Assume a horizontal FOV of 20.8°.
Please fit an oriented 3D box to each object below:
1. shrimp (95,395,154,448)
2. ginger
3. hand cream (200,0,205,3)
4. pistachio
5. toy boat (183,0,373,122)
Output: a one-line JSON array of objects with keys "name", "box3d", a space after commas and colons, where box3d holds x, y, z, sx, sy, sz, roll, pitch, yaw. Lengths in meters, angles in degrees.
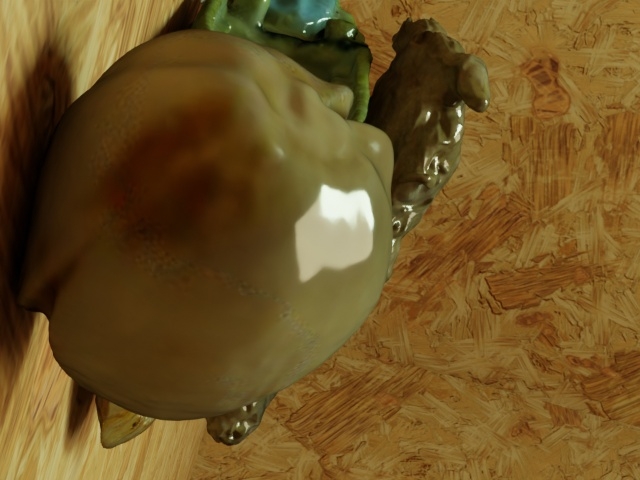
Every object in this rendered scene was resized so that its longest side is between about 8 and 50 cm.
[{"name": "shrimp", "box3d": [-0.098, 0.046, 0.981, 0.267, 0.061, 0.145, 118, -4, -79]}, {"name": "ginger", "box3d": [0.001, -0.002, 1.047, 0.290, 0.084, 0.122, -58, -141, 9]}, {"name": "hand cream", "box3d": [-0.035, -0.206, 0.985, 0.186, 0.054, 0.087, -63, 166, -58]}, {"name": "pistachio", "box3d": [-0.047, 0.001, 0.661, 0.215, 0.144, 0.144, 118, -12, -61]}, {"name": "toy boat", "box3d": [-0.031, -0.086, 0.979, 0.084, 0.111, 0.276, -62, -171, 18]}]
